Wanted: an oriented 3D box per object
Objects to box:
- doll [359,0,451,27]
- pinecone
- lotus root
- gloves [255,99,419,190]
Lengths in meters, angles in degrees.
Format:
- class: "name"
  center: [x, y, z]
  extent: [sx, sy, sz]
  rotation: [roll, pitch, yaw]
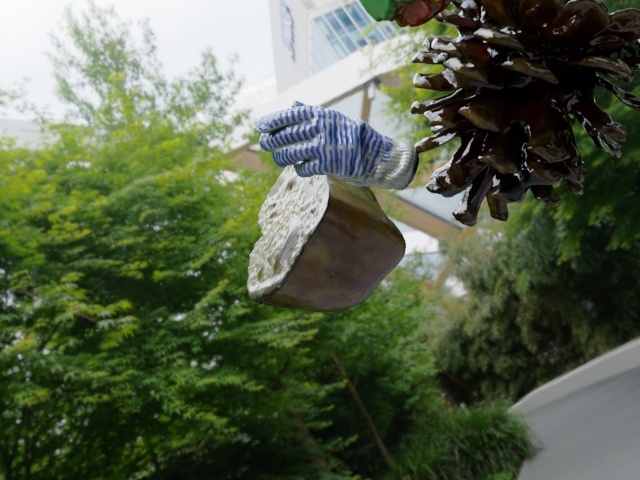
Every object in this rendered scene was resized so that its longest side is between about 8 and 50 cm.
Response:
- class: "doll"
  center: [0.193, -0.344, 0.613]
  extent: [0.362, 0.160, 0.182]
  rotation: [-26, 2, -19]
- class: "pinecone"
  center: [0.298, -0.189, 0.888]
  extent: [0.384, 0.385, 0.384]
  rotation: [-27, -20, -10]
- class: "lotus root"
  center: [0.000, 0.000, 1.145]
  extent: [0.249, 0.316, 0.316]
  rotation: [24, -52, -34]
- class: "gloves"
  center: [0.023, -0.131, 0.820]
  extent: [0.228, 0.119, 0.097]
  rotation: [10, -38, -1]
